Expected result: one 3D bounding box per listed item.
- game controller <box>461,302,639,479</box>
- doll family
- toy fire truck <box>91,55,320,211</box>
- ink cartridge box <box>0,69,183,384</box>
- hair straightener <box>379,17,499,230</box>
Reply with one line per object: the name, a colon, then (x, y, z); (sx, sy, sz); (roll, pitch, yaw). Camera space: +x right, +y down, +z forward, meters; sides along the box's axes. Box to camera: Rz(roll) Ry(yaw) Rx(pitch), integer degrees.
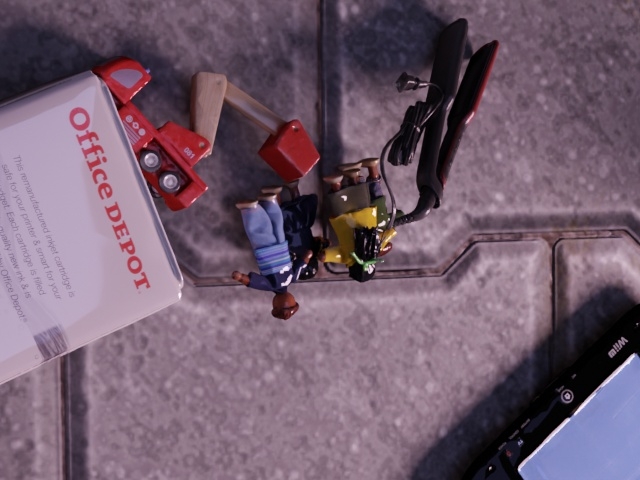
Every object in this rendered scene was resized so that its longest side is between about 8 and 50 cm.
game controller: (0.275, 0.204, 1.695); (0.319, 0.067, 0.166); (-41, 108, -19)
doll family: (0.000, 0.000, 1.558); (0.193, 0.076, 0.111); (-16, 103, -19)
toy fire truck: (-0.109, -0.100, 1.503); (0.135, 0.047, 0.192); (-45, 101, -19)
ink cartridge box: (-0.282, 0.009, 1.395); (0.283, 0.117, 0.207); (-25, 102, -22)
hair straightener: (0.092, -0.112, 1.580); (0.089, 0.047, 0.230); (34, 63, -21)
